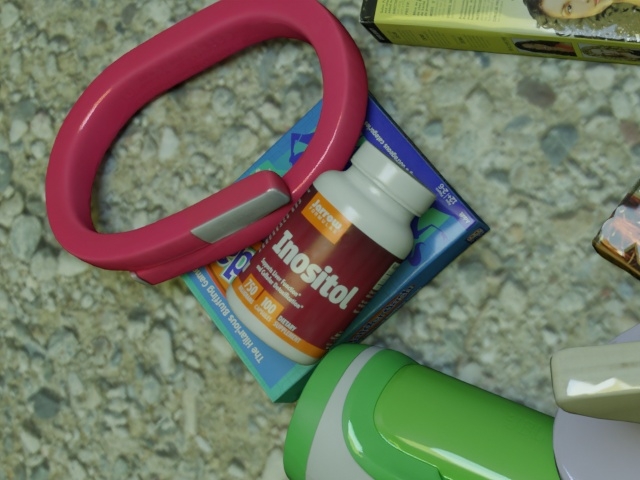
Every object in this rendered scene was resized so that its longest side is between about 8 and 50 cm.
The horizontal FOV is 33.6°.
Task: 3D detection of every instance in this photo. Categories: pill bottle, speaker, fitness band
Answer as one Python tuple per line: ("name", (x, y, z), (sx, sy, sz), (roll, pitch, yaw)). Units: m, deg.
("pill bottle", (0.009, 0.007, 0.753), (0.086, 0.086, 0.152), (42, 98, 21))
("speaker", (0.128, 0.171, 0.715), (0.297, 0.131, 0.131), (20, 90, 22))
("fitness band", (-0.096, -0.084, 0.845), (0.291, 0.054, 0.209), (-23, 56, 23))

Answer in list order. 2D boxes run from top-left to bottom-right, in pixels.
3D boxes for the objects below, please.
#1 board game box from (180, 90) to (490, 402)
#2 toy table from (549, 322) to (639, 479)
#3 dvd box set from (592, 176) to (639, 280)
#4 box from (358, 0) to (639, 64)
("board game box", (0.000, 0.000, 0.831), (0.210, 0.047, 0.160), (-43, 70, 11))
("toy table", (0.261, 0.081, 0.565), (0.274, 0.161, 0.252), (-18, 61, 6))
("dvd box set", (0.432, 0.005, 0.658), (0.420, 0.062, 0.307), (39, 97, 21))
("box", (0.150, -0.187, 0.795), (0.232, 0.058, 0.087), (8, 85, 22))
